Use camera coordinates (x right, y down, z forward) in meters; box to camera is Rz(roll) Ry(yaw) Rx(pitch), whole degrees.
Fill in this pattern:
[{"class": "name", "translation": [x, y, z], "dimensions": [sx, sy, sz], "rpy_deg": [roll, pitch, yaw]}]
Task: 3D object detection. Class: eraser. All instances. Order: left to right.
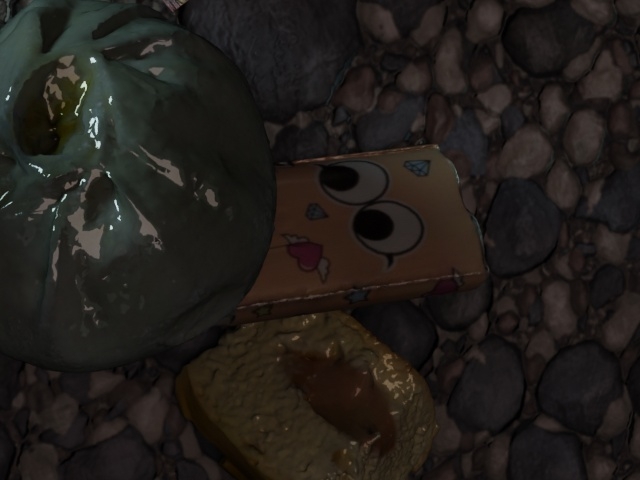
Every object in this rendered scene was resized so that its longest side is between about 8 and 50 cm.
[{"class": "eraser", "translation": [0.000, 0.000, 1.655], "dimensions": [0.290, 0.171, 0.087], "rpy_deg": [-8, 141, -15]}]

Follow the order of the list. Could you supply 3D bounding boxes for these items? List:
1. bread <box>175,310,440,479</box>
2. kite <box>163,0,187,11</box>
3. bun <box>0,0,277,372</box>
[{"class": "bread", "translation": [-0.003, 0.182, 1.704], "dimensions": [0.183, 0.224, 0.211], "rpy_deg": [-50, 147, -12]}, {"class": "kite", "translation": [-0.124, -0.248, 1.662], "dimensions": [0.078, 0.002, 0.044], "rpy_deg": [-17, 100, -12]}, {"class": "bun", "translation": [-0.198, -0.058, 1.500], "dimensions": [0.354, 0.194, 0.354], "rpy_deg": [0, 64, 1]}]
